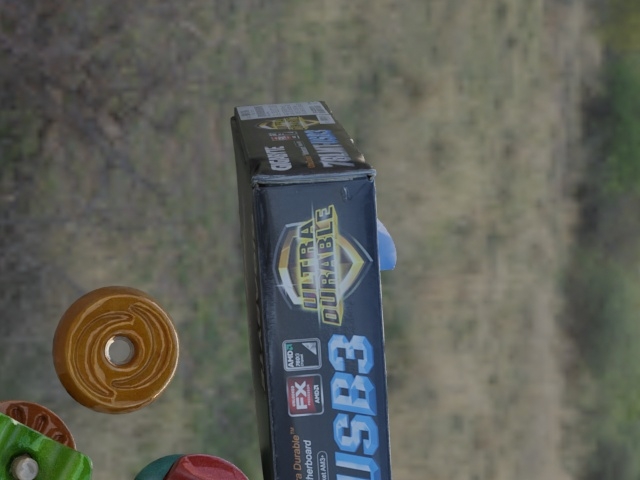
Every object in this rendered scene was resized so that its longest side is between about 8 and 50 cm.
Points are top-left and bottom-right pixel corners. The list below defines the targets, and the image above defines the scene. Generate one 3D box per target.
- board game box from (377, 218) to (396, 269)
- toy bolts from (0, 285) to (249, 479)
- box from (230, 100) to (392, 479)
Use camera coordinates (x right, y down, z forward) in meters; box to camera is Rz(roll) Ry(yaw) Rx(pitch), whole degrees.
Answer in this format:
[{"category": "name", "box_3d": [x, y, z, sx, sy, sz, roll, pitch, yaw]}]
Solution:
[{"category": "board game box", "box_3d": [0.000, 0.000, 1.801, 0.133, 0.169, 0.033, 55, -48, 34]}, {"category": "toy bolts", "box_3d": [-0.165, 0.163, 1.324, 0.218, 0.228, 0.158, -60, -167, -11]}, {"category": "box", "box_3d": [-0.005, 0.079, 0.958, 0.293, 0.073, 0.295, -103, -171, -77]}]
